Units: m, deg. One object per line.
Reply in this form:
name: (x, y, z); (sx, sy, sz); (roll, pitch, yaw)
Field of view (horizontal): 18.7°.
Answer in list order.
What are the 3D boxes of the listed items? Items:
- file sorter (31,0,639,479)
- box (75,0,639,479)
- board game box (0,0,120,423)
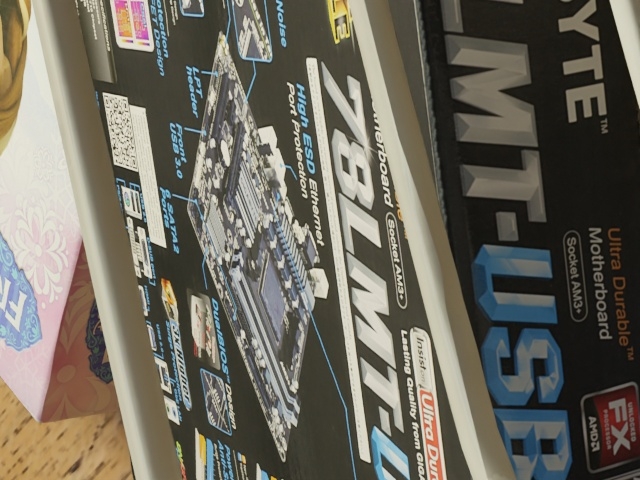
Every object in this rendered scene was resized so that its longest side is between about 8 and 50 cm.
file sorter: (0.112, -0.049, 0.316); (0.193, 0.278, 0.173); (-34, 67, 55)
box: (0.000, 0.000, 0.619); (0.293, 0.073, 0.295); (15, 116, 63)
board game box: (-0.152, -0.134, 0.908); (0.319, 0.066, 0.318); (42, 127, 40)
